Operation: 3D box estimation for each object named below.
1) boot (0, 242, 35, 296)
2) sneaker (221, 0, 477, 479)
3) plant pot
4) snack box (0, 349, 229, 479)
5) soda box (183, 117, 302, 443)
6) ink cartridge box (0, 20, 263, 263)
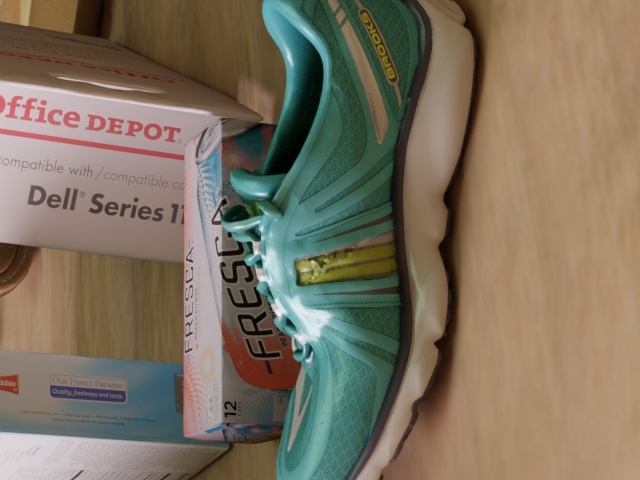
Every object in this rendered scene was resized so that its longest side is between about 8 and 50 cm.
[{"bbox_3d":[-0.343,-0.003,1.677,0.283,0.109,0.220,51,146,30],"label":"boot"},{"bbox_3d":[0.000,0.000,0.933,0.107,0.110,0.275,-174,89,-65],"label":"sneaker"},{"bbox_3d":[-0.225,-0.195,1.546,0.236,0.032,0.236,-20,67,62],"label":"plant pot"},{"bbox_3d":[-0.208,0.156,1.250,0.322,0.187,0.060,-42,47,55],"label":"snack box"},{"bbox_3d":[-0.044,0.025,1.082,0.063,0.058,0.183,152,120,-61],"label":"soda box"},{"bbox_3d":[-0.195,-0.073,1.248,0.353,0.207,0.119,-150,69,-63],"label":"ink cartridge box"}]
